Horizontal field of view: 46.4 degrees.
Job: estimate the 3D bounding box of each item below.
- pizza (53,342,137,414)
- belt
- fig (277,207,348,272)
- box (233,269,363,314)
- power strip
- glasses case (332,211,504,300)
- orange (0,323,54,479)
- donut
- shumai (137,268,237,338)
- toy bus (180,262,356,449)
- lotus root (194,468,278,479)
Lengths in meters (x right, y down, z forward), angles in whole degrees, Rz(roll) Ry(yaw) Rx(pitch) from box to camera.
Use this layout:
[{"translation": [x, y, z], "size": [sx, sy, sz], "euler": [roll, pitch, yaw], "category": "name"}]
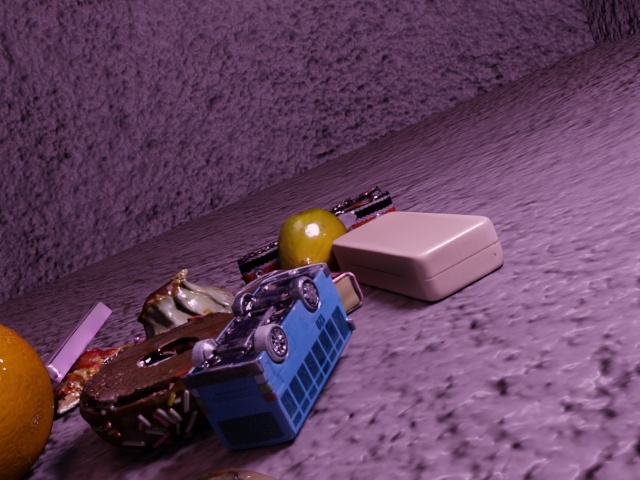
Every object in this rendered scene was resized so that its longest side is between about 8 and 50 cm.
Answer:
[{"translation": [-0.414, 0.237, 1.314], "size": [0.188, 0.062, 0.199], "euler": [-21, 13, 19], "category": "pizza"}, {"translation": [0.000, 0.000, 1.507], "size": [0.359, 0.094, 0.126], "euler": [-29, 14, -23], "category": "belt"}, {"translation": [-0.015, 0.014, 1.381], "size": [0.121, 0.136, 0.153], "euler": [-35, 36, 65], "category": "fig"}, {"translation": [-0.040, 0.097, 1.219], "size": [0.120, 0.069, 0.224], "euler": [-29, 15, -27], "category": "box"}, {"translation": [-0.454, 0.202, 1.329], "size": [0.109, 0.037, 0.279], "euler": [-43, 12, 17], "category": "power strip"}, {"translation": [0.143, 0.017, 1.201], "size": [0.144, 0.076, 0.336], "euler": [-27, 12, -16], "category": "glasses case"}, {"translation": [-0.498, 0.231, 1.003], "size": [0.274, 0.274, 0.274], "euler": [-22, 12, 5], "category": "orange"}, {"translation": [-0.197, 0.189, 1.021], "size": [0.270, 0.103, 0.269], "euler": [-20, 13, 5], "category": "donut"}, {"translation": [-0.231, 0.116, 1.309], "size": [0.184, 0.142, 0.184], "euler": [-22, 15, 6], "category": "shumai"}, {"translation": [-0.052, 0.134, 0.909], "size": [0.116, 0.133, 0.234], "euler": [-18, 18, 29], "category": "toy bus"}, {"translation": [-0.107, 0.252, 0.632], "size": [0.204, 0.078, 0.183], "euler": [-22, 12, -2], "category": "lotus root"}]
